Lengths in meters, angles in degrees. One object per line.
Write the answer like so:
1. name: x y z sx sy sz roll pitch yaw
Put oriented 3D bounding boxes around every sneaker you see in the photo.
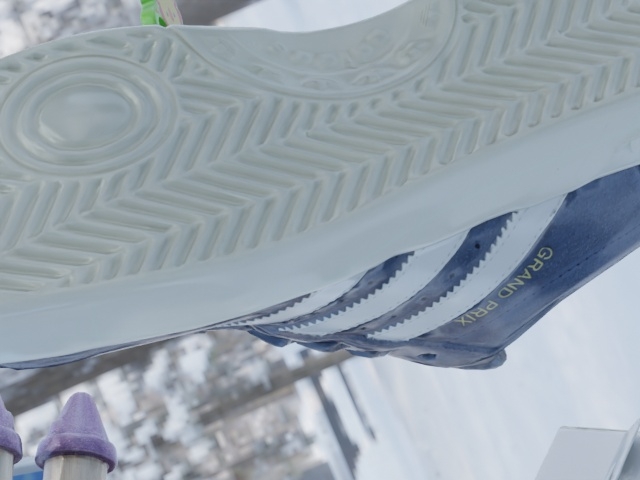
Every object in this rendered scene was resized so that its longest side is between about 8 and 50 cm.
1. sneaker: 0.000 0.000 0.569 0.148 0.350 0.131 92 158 -48

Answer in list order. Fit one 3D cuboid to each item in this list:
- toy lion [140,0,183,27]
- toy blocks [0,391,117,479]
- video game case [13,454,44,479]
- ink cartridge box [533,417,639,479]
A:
1. toy lion: -0.138 -0.187 1.385 0.100 0.034 0.096 -56 -54 -76
2. toy blocks: -0.136 0.216 1.001 0.288 0.309 0.260 40 -137 -48
3. video game case: -0.313 0.286 1.261 0.025 0.285 0.204 22 115 60
4. ink cartridge box: 0.173 0.171 0.873 0.090 0.092 0.143 -2 133 39
